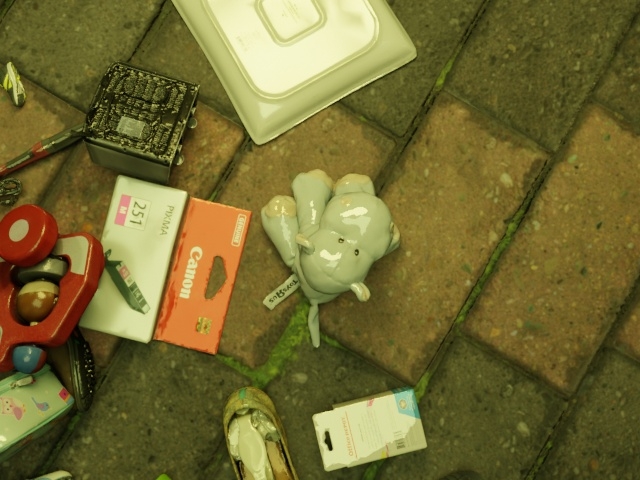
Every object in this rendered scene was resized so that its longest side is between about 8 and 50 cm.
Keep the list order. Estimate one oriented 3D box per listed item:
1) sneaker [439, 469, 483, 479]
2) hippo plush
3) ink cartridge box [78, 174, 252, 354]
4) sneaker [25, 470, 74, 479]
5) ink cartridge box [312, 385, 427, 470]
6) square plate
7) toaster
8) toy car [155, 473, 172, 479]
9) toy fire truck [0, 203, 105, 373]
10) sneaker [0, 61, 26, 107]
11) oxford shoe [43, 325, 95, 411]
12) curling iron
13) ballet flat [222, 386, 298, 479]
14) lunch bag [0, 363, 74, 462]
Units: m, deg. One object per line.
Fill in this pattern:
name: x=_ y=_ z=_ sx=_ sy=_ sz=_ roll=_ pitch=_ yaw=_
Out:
sneaker: x=0.180 y=0.537 z=1.372 sx=0.319 sy=0.112 sz=0.131 roll=-42 pitch=105 yaw=-1
hippo plush: x=0.000 y=0.000 z=1.320 sx=0.234 sy=0.236 sz=0.294 roll=39 pitch=86 yaw=1
ink cartridge box: x=-0.270 y=0.047 z=1.401 sx=0.239 sy=0.060 sz=0.275 roll=14 pitch=86 yaw=1
sneaker: x=-0.543 y=0.447 z=1.362 sx=0.237 sy=0.085 sz=0.086 roll=-23 pitch=55 yaw=-10
ink cartridge box: x=0.084 y=0.328 z=1.390 sx=0.181 sy=0.061 sz=0.104 roll=-13 pitch=87 yaw=-3
square plate: x=-0.052 y=-0.404 z=1.438 sx=0.344 sy=0.049 sz=0.347 roll=-30 pitch=87 yaw=-4
toaster: x=-0.313 y=-0.203 z=1.365 sx=0.186 sy=0.110 sz=0.168 roll=16 pitch=68 yaw=-3
toy car: x=-0.284 y=0.528 z=1.358 sx=0.155 sy=0.149 sz=0.188 roll=42 pitch=115 yaw=5
toy fire truck: x=-0.494 y=0.093 z=1.279 sx=0.302 sy=0.169 sz=0.254 roll=-5 pitch=67 yaw=18
sneaker: x=-0.556 y=-0.277 z=1.429 sx=0.035 sy=0.031 sz=0.083 roll=-15 pitch=83 yaw=11
oxford shoe: x=-0.454 y=0.194 z=1.379 sx=0.096 sy=0.083 sz=0.227 roll=-21 pitch=75 yaw=0
curling iron: x=-0.484 y=-0.152 z=1.421 sx=0.274 sy=0.035 sz=0.068 roll=-37 pitch=109 yaw=-8
ballet flat: x=-0.087 y=0.422 z=1.355 sx=0.123 sy=0.123 sz=0.348 roll=-18 pitch=87 yaw=-3
lunch bag: x=-0.546 y=0.310 z=1.267 sx=0.279 sy=0.224 sz=0.108 roll=-36 pitch=85 yaw=20
